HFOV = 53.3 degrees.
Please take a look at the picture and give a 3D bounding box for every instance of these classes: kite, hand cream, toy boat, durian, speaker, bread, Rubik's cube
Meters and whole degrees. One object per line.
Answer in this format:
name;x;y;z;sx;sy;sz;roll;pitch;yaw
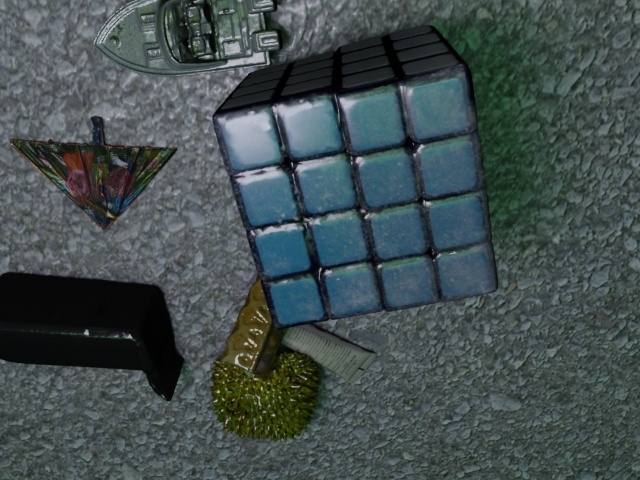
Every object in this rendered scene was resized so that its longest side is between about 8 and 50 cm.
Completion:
kite;-0.431;-0.125;1.226;0.321;0.016;0.234;4;116;1
hand cream;-0.018;0.215;1.342;0.276;0.059;0.095;30;111;-16
toy boat;-0.227;-0.349;1.071;0.319;0.092;0.141;-6;107;5
durian;-0.115;0.324;1.323;0.236;0.177;0.200;9;158;-12
speaker;-0.481;0.196;1.285;0.388;0.180;0.184;6;119;-1
bread;-0.098;0.132;1.232;0.098;0.087;0.269;22;78;4
Rubik's cube;0.062;-0.107;0.990;0.337;0.344;0.344;-12;113;8
